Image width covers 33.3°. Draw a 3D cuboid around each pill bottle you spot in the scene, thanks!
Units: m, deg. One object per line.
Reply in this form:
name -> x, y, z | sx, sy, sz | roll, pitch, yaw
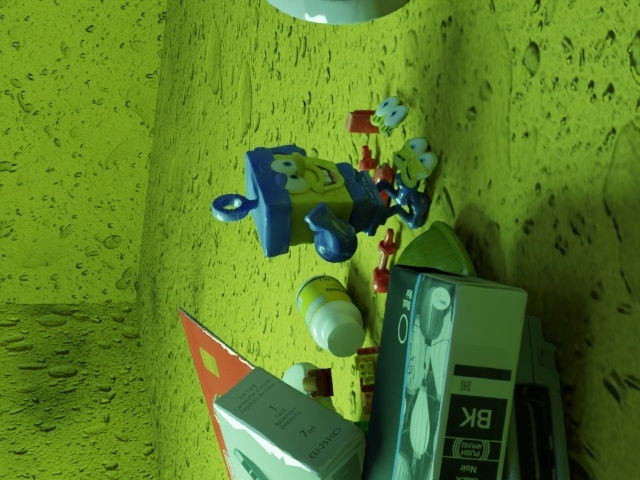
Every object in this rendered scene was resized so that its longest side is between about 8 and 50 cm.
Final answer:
pill bottle -> 0.014, 0.093, 1.289 | 0.116, 0.065, 0.065 | -123, 37, -61

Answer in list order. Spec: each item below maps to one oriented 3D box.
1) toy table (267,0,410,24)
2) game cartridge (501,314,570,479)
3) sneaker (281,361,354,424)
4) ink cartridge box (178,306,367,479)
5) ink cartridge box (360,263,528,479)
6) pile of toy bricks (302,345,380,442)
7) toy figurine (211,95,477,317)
toy table -> 0.005, -0.343, 1.061 | 0.274, 0.252, 0.161 | -124, 21, -49
game cartridge -> 0.135, 0.231, 0.849 | 0.198, 0.062, 0.297 | 128, 146, -57
sneaker -> 0.005, 0.221, 1.261 | 0.080, 0.094, 0.212 | -121, 26, -49
ink cartridge box -> -0.052, 0.240, 1.069 | 0.261, 0.066, 0.296 | 28, 143, 37
ink cartridge box -> 0.083, 0.190, 0.843 | 0.165, 0.065, 0.333 | -169, 85, -76
pile of toy bricks -> 0.027, 0.218, 1.101 | 0.105, 0.118, 0.212 | 15, -112, -67
toy figurine -> 0.000, 0.000, 1.074 | 0.363, 0.217, 0.191 | -110, 26, -51
